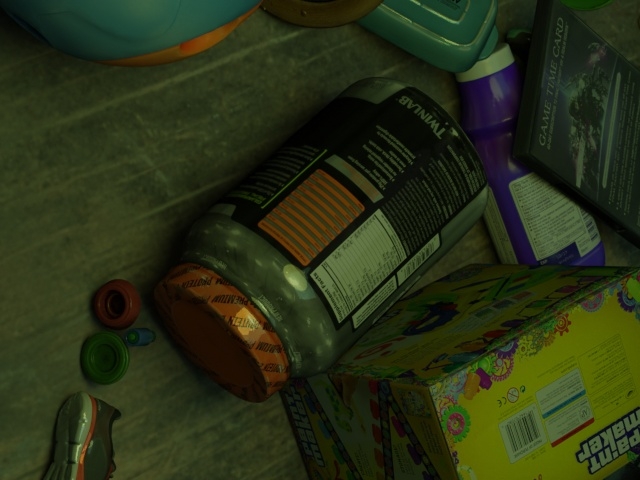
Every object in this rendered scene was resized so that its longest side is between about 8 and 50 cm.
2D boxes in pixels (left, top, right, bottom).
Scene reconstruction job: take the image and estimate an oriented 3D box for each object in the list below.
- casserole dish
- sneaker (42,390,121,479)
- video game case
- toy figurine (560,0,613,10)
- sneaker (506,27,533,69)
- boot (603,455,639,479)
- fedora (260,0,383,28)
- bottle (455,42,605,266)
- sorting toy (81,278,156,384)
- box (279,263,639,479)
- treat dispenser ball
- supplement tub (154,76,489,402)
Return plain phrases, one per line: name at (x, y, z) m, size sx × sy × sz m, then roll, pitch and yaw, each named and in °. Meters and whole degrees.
casserole dish at (0.108, -0.255, 1.620) m, size 0.188 × 0.037 × 0.114 m, roll 29°, pitch 68°, yaw -6°
sneaker at (-0.220, 0.224, 1.445) m, size 0.065 × 0.061 × 0.158 m, roll 20°, pitch 80°, yaw -38°
video game case at (0.315, -0.125, 1.721) m, size 0.274 × 0.026 × 0.196 m, roll 30°, pitch 62°, yaw -39°
toy figurine at (0.338, -0.358, 1.786) m, size 0.159 × 0.130 × 0.173 m, roll -17°, pitch 75°, yaw -45°
sneaker at (0.267, -0.176, 1.753) m, size 0.166 × 0.065 × 0.076 m, roll 38°, pitch 75°, yaw -26°
boot at (0.417, 0.283, 1.808) m, size 0.348 × 0.131 × 0.260 m, roll 21°, pitch 72°, yaw -20°
fedora at (-0.007, -0.311, 1.542) m, size 0.194 × 0.194 × 0.079 m, roll 52°, pitch 28°, yaw -22°
bottle at (0.223, -0.077, 1.705) m, size 0.118 × 0.092 × 0.282 m, roll -31°, pitch 107°, yaw -30°
sorting toy at (-0.189, 0.089, 1.472) m, size 0.042 × 0.061 × 0.102 m, roll 7°, pitch 95°, yaw -67°
box at (0.159, 0.154, 1.556) m, size 0.290 × 0.279 × 0.177 m, roll -25°, pitch 104°, yaw -29°
treat dispenser ball at (-0.166, -0.294, 1.336) m, size 0.288 × 0.288 × 0.288 m, roll 0°, pitch 91°, yaw -33°
supplement tub at (0.000, 0.000, 1.503) m, size 0.316 × 0.193 × 0.193 m, roll -42°, pitch 112°, yaw -25°
